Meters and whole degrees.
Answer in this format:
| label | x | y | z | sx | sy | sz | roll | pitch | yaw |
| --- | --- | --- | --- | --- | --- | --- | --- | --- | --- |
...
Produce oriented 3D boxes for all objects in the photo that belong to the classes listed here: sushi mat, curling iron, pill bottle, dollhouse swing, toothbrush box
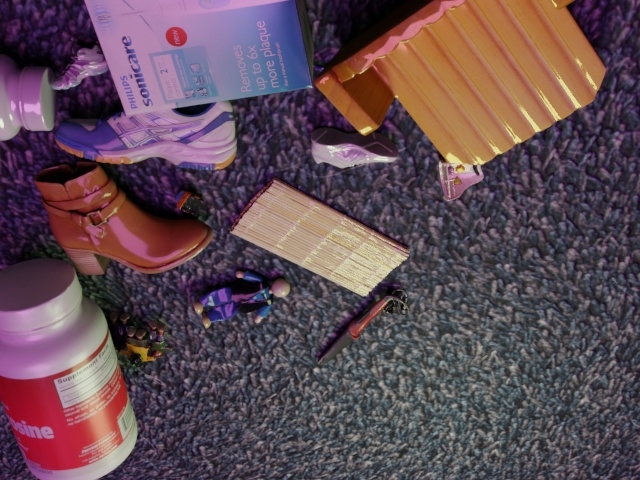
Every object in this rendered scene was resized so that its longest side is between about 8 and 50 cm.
| label | x | y | z | sx | sy | sz | roll | pitch | yaw |
| --- | --- | --- | --- | --- | --- | --- | --- | --- | --- |
| sushi mat | 0.000 | 0.000 | 1.691 | 0.317 | 0.019 | 0.151 | 27 | 127 | -22 |
| curling iron | 0.083 | 0.187 | 1.846 | 0.068 | 0.035 | 0.274 | 31 | 124 | -25 |
| pill bottle | -0.503 | 0.249 | 1.714 | 0.229 | 0.229 | 0.407 | -5 | 121 | 4 |
| pill bottle | -0.548 | -0.226 | 1.408 | 0.246 | 0.136 | 0.136 | 1 | 132 | -2 |
| dollhouse swing | 0.236 | -0.237 | 1.315 | 0.347 | 0.315 | 0.305 | -30 | 105 | 23 |
| toothbrush box | -0.172 | -0.326 | 1.326 | 0.296 | 0.126 | 0.216 | -6 | 129 | 7 |

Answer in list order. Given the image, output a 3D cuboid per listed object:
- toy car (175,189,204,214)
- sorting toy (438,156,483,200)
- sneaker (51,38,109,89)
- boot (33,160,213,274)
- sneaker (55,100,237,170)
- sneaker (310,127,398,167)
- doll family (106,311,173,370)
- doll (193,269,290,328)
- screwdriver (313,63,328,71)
| label | x | y | z | sx | sy | sz | roll | pitch | yaw |
| --- | --- | --- | --- | --- | --- | --- | --- | --- | --- |
| toy car | -0.224 | -0.103 | 1.599 | 0.040 | 0.060 | 0.122 | 37 | 114 | 24 |
| sorting toy | 0.249 | -0.121 | 1.570 | 0.075 | 0.045 | 0.083 | -12 | 131 | 1 |
| sneaker | -0.388 | -0.283 | 1.410 | 0.098 | 0.038 | 0.069 | -32 | 124 | -22 |
| boot | -0.352 | -0.054 | 1.600 | 0.283 | 0.109 | 0.220 | -5 | 128 | 14 |
| sneaker | -0.285 | -0.197 | 1.475 | 0.297 | 0.112 | 0.131 | 2 | 114 | -4 |
| sneaker | 0.057 | -0.154 | 1.537 | 0.152 | 0.053 | 0.061 | 8 | 141 | 0 |
| doll family | -0.404 | 0.213 | 1.841 | 0.193 | 0.076 | 0.111 | 16 | 131 | 7 |
| doll | -0.149 | 0.117 | 1.775 | 0.189 | 0.046 | 0.129 | -19 | 120 | 8 |
| screwdriver | -0.024 | -0.282 | 1.441 | 0.170 | 0.024 | 0.025 | 12 | 160 | -2 |
